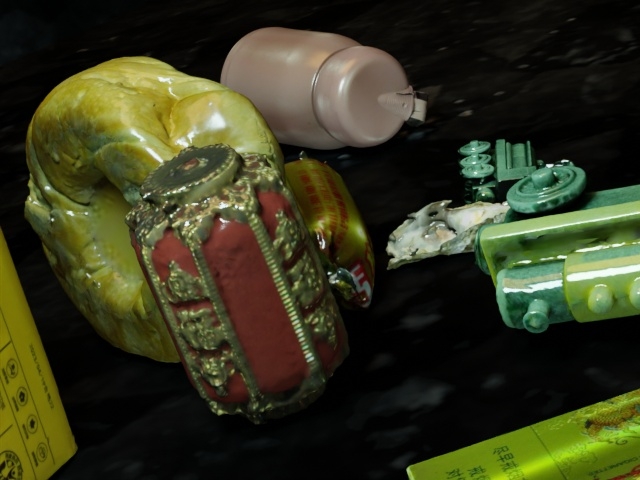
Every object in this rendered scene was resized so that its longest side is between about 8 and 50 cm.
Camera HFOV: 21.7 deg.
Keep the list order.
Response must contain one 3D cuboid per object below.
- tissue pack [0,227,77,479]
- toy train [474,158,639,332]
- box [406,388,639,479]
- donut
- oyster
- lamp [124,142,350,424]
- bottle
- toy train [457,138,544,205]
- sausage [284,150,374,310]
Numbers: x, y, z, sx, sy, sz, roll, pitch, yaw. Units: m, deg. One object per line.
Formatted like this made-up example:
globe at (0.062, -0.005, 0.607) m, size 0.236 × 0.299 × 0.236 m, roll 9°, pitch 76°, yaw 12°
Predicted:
tissue pack at (-0.431, 0.108, 1.597) m, size 0.228 × 0.381 × 0.293 m, roll -3°, pitch 23°, yaw 29°
toy train at (0.317, 0.013, 1.607) m, size 0.369 × 0.150 × 0.237 m, roll -10°, pitch 27°, yaw 22°
box at (0.235, 0.185, 1.346) m, size 0.311 × 0.043 × 0.173 m, roll -18°, pitch 20°, yaw -3°
donut at (-0.179, -0.036, 1.845) m, size 0.170 × 0.360 × 0.360 m, roll -28°, pitch 22°, yaw -36°
oyster at (0.162, -0.005, 1.923) m, size 0.200 × 0.061 × 0.106 m, roll -8°, pitch 39°, yaw 29°
lamp at (-0.080, 0.042, 1.638) m, size 0.177 × 0.274 × 0.177 m, roll -18°, pitch 22°, yaw 8°
bottle at (0.013, -0.216, 2.424) m, size 0.206 × 0.173 × 0.297 m, roll 11°, pitch 1°, yaw -36°
toy train at (0.223, -0.075, 2.019) m, size 0.111 × 0.071 × 0.170 m, roll -4°, pitch 20°, yaw 7°
sausage at (0.000, -0.002, 1.912) m, size 0.117 × 0.125 × 0.317 m, roll -18°, pitch 20°, yaw -3°
